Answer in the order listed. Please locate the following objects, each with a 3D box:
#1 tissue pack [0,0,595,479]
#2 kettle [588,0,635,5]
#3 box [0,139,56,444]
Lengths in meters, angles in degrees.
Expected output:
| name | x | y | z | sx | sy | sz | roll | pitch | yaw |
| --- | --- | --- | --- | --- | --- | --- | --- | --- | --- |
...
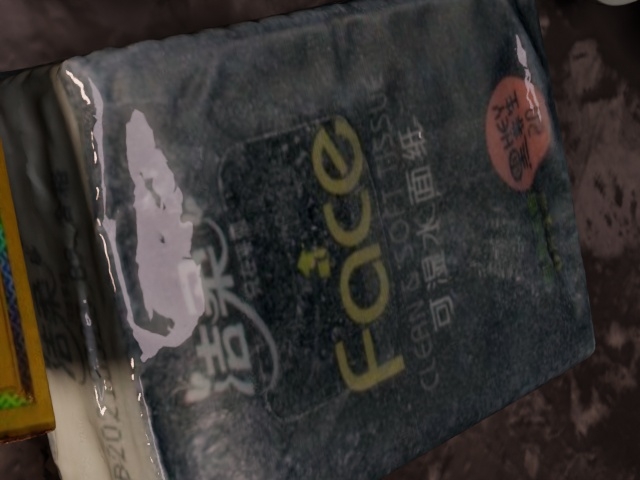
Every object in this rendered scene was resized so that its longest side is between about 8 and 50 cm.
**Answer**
| name | x | y | z | sx | sy | sz | roll | pitch | yaw |
| --- | --- | --- | --- | --- | --- | --- | --- | --- | --- |
| tissue pack | 0.000 | 0.000 | 0.702 | 0.315 | 0.103 | 0.228 | -21 | 102 | -43 |
| kettle | 0.245 | -0.291 | 0.910 | 0.318 | 0.265 | 0.205 | 53 | 24 | -30 |
| box | -0.241 | -0.005 | 0.445 | 0.301 | 0.084 | 0.193 | -5 | 80 | -48 |
